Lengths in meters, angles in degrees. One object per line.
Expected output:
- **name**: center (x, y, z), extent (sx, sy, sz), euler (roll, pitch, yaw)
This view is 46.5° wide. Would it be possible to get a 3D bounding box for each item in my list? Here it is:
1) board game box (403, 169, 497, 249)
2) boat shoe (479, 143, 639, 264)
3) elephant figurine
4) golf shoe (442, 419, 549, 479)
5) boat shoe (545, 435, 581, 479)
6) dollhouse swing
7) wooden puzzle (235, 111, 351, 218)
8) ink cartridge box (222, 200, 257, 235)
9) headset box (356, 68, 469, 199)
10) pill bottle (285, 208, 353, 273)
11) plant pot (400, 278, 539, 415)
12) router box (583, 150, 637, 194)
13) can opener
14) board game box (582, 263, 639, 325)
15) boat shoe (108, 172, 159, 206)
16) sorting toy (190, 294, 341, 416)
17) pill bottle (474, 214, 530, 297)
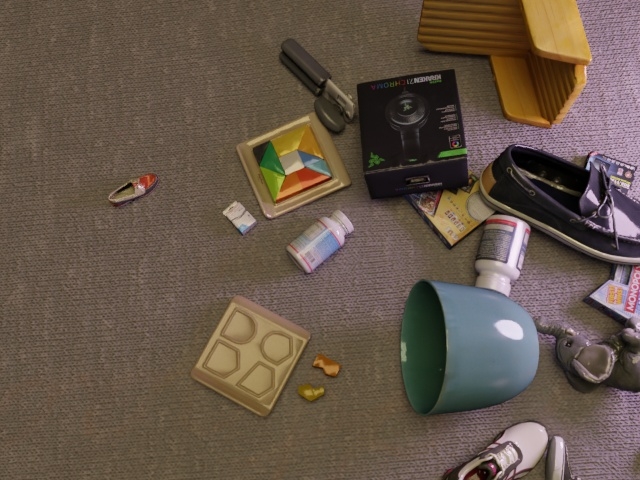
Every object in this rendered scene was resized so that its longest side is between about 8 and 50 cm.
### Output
- **board game box**: center (0.306, -0.121, 1.848), extent (0.165, 0.042, 0.243), euler (-36, 76, -8)
- **boat shoe**: center (0.623, -0.087, 1.745), extent (0.499, 0.156, 0.187), euler (23, 52, 5)
- **elephant figurine**: center (0.614, 0.269, 1.689), extent (0.239, 0.186, 0.170), euler (-10, 117, 10)
- **golf shoe**: center (0.397, 0.491, 1.635), extent (0.272, 0.120, 0.105), euler (-33, 74, -8)
- **boat shoe**: center (0.537, 0.544, 1.640), extent (0.070, 0.078, 0.220), euler (2, 82, 3)
- **dollhouse swing**: center (0.414, -0.440, 1.775), extent (0.304, 0.347, 0.315), euler (-9, 74, -1)
- **wooden puzzle**: center (-0.069, -0.195, 1.880), extent (0.238, 0.044, 0.221), euler (-23, 74, -5)
- **ink cartridge box**: center (-0.203, -0.060, 1.855), extent (0.048, 0.028, 0.083), euler (-42, 77, -9)
- **headset box**: center (0.221, -0.247, 1.798), extent (0.246, 0.131, 0.283), euler (-6, 62, 9)
- **pill bottle**: center (0.000, 0.000, 1.801), extent (0.160, 0.087, 0.087), euler (-40, 77, -9)
- **plant pot**: center (0.331, 0.234, 1.634), extent (0.235, 0.293, 0.293), euler (3, 74, -13)
- **router box**: center (0.710, -0.157, 1.847), extent (0.122, 0.038, 0.092), euler (21, 77, 7)
- **can opener**: center (-0.014, -0.404, 1.915), extent (0.093, 0.074, 0.280), euler (-31, 73, -27)
- **board game box**: center (0.731, 0.121, 1.757), extent (0.194, 0.060, 0.194), euler (18, 76, 6)
- **boat shoe**: center (-0.470, -0.130, 1.876), extent (0.137, 0.043, 0.049), euler (-30, 74, -8)
- **sorting toy**: center (-0.122, 0.291, 1.752), extent (0.307, 0.041, 0.229), euler (27, 72, 9)
- **pill bottle**: center (0.424, 0.040, 1.765), extent (0.107, 0.108, 0.180), euler (17, 75, 6)
